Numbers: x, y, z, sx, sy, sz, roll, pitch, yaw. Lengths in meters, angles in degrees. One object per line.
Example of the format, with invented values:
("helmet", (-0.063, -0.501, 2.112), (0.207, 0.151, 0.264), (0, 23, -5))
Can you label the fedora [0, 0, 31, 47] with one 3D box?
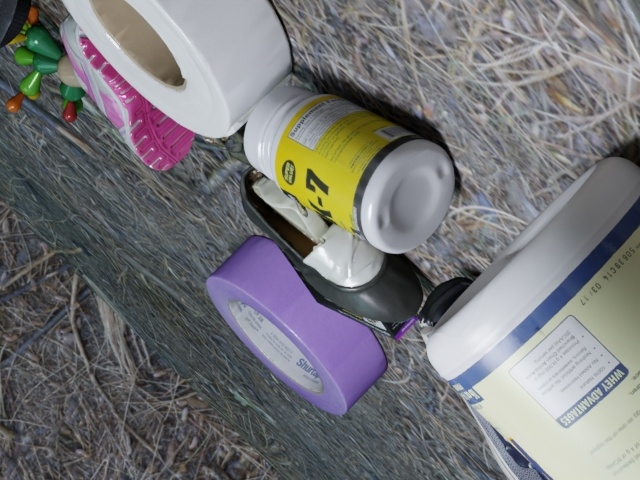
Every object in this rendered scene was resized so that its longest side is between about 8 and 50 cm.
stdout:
("fedora", (-0.492, -0.338, 2.122), (0.334, 0.334, 0.152), (38, -168, 23))

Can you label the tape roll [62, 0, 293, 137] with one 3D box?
("tape roll", (-0.163, -0.244, 1.740), (0.286, 0.100, 0.286), (40, 162, 16))

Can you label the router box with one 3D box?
("router box", (0.028, 0.045, 2.071), (0.179, 0.046, 0.133), (24, 154, 51))

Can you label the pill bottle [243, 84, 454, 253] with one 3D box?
("pill bottle", (0.025, -0.078, 1.659), (0.208, 0.119, 0.119), (30, 158, 41))

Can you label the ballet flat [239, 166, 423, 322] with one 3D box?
("ballet flat", (0.000, 0.000, 1.932), (0.280, 0.095, 0.096), (35, 168, 28))

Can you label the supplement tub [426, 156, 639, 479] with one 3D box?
("supplement tub", (0.273, 0.119, 1.328), (0.325, 0.235, 0.235), (45, 164, 2))

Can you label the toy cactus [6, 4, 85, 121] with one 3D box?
("toy cactus", (-0.375, -0.242, 2.280), (0.180, 0.112, 0.219), (18, 141, 38))

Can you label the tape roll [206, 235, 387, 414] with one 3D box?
("tape roll", (-0.035, 0.122, 2.332), (0.275, 0.090, 0.275), (40, 163, 14))

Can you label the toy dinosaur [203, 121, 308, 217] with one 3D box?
("toy dinosaur", (-0.087, -0.118, 1.891), (0.118, 0.064, 0.268), (51, 176, -30))

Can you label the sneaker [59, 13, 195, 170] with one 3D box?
("sneaker", (-0.241, -0.200, 2.056), (0.111, 0.103, 0.252), (30, 152, 51))

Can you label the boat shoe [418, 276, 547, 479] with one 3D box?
("boat shoe", (0.241, 0.191, 1.761), (0.340, 0.127, 0.158), (49, 171, -12))
